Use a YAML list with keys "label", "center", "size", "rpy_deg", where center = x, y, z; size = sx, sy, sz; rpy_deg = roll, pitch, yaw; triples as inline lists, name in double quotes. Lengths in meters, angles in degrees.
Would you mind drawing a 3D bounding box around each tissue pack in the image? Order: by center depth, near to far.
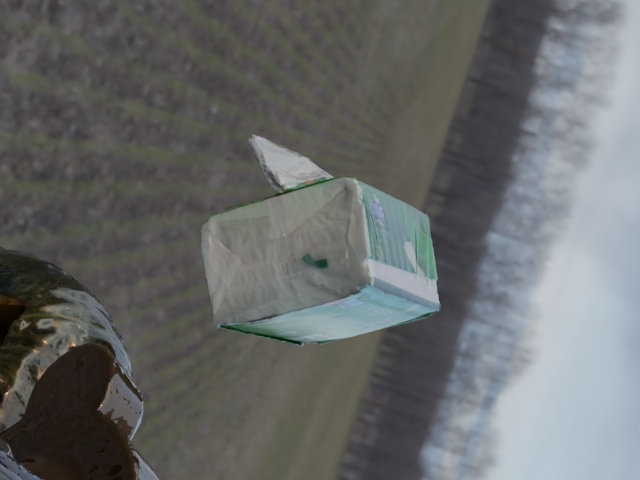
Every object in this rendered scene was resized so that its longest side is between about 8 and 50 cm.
- label: "tissue pack"
  center: [0.001, -0.001, 1.332]
  size: [0.209, 0.148, 0.156]
  rpy_deg: [23, 56, -67]

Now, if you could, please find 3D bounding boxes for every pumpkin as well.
- label: "pumpkin"
  center: [-0.319, 0.137, 1.305]
  size: [0.320, 0.321, 0.192]
  rpy_deg: [-68, 160, -43]

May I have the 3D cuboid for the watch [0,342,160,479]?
- label: "watch"
  center: [-0.255, 0.158, 0.895]
  size: [0.314, 0.327, 0.335]
  rpy_deg: [-50, -143, -9]
